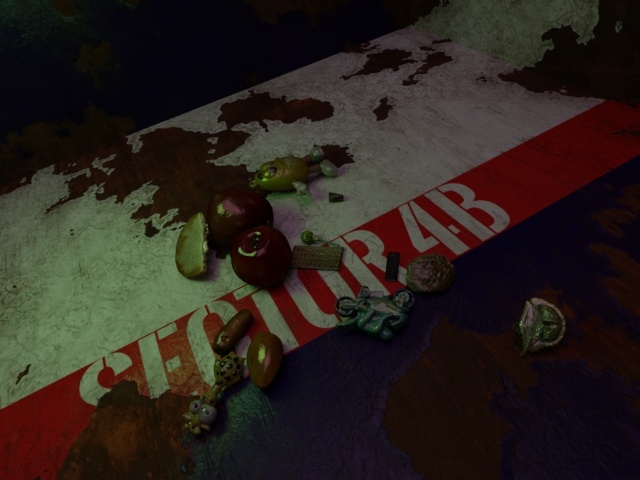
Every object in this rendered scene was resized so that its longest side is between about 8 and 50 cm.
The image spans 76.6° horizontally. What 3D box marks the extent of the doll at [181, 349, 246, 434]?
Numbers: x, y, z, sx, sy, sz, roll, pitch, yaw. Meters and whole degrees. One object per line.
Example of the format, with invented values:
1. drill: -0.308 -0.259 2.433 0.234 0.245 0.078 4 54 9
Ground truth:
1. doll: -0.358 0.511 1.384 0.117 0.086 0.291 26 55 8

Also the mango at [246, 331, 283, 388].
1. mango: -0.200 0.416 1.428 0.141 0.102 0.217 -13 43 9

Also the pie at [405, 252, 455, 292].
1. pie: 0.425 0.134 1.578 0.194 0.078 0.163 -15 53 -2

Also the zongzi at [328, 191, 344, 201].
1. zongzi: 0.079 -0.223 2.035 0.076 0.040 0.083 -1 29 2

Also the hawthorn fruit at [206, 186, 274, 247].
1. hawthorn fruit: -0.369 -0.114 1.867 0.312 0.294 0.294 -14 45 4

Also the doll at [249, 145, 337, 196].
1. doll: -0.123 -0.355 2.124 0.348 0.161 0.423 23 50 24

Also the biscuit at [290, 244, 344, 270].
1. biscuit: -0.019 0.076 1.775 0.232 0.016 0.139 2 47 14

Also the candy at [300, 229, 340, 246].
1. candy: 0.000 0.000 1.820 0.194 0.058 0.062 15 91 22

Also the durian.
1. durian: 0.724 0.301 1.343 0.147 0.102 0.208 28 81 36

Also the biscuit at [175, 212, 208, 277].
1. biscuit: -0.590 0.039 1.856 0.205 0.040 0.308 -26 59 28

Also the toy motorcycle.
1. toy motorcycle: 0.201 0.274 1.486 0.297 0.109 0.198 -3 56 7

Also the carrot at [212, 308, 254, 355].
1. carrot: -0.336 0.346 1.543 0.087 0.087 0.193 12 49 23

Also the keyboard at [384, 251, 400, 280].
1. keyboard: 0.298 0.106 1.678 0.053 0.010 0.155 2 47 13

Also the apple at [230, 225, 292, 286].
1. apple: -0.249 0.067 1.698 0.261 0.216 0.260 -5 49 6
